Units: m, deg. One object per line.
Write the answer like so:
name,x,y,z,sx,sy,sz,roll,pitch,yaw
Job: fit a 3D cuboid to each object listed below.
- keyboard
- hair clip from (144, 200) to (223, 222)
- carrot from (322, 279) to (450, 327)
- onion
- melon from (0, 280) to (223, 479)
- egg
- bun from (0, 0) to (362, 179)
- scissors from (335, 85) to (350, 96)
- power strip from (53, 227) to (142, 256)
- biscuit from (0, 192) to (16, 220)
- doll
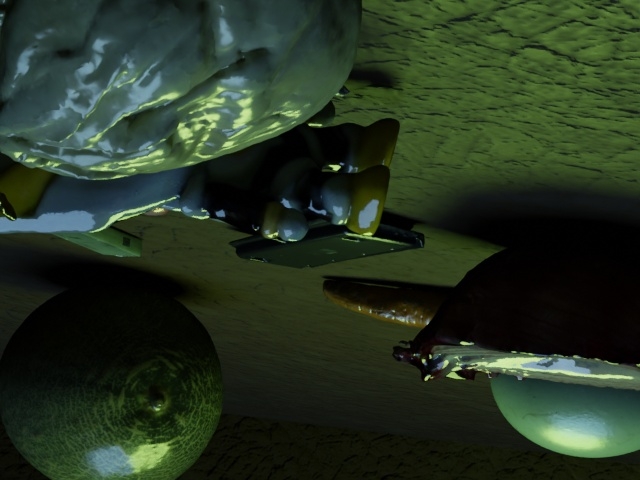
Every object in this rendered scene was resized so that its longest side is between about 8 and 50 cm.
keyboard,0.000,0.000,1.553,0.094,0.025,0.230,13,169,-25
hair clip,-0.128,-0.050,1.311,0.146,0.075,0.257,8,174,-17
carrot,0.089,0.067,1.774,0.191,0.047,0.047,8,169,19
onion,0.183,0.062,1.456,0.283,0.120,0.227,-2,166,34
melon,-0.247,0.167,2.038,0.249,0.248,0.329,16,175,-30
egg,0.256,0.130,1.664,0.192,0.149,0.149,6,168,9
bun,-0.098,-0.095,0.852,0.229,0.145,0.229,17,167,4
scissors,-0.054,-0.097,1.005,0.110,0.021,0.212,-5,-171,-39
power strip,-0.228,-0.008,1.717,0.051,0.019,0.136,4,168,32
biscuit,-0.233,-0.111,0.851,0.237,0.013,0.232,49,172,10
doll,-0.112,-0.053,1.111,0.316,0.145,0.103,7,156,6
